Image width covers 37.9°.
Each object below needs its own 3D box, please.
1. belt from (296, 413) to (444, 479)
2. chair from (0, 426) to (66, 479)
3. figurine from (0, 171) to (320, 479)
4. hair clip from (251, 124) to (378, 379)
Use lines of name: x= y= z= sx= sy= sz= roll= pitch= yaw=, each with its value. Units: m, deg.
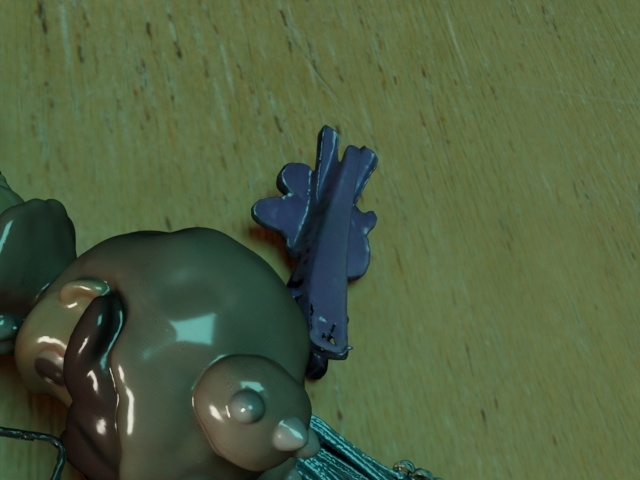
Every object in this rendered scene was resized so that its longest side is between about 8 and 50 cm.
belt: x=0.036 y=0.204 z=0.789 sx=0.179 sy=0.065 sz=0.100 roll=41 pitch=59 yaw=3
chair: x=-0.291 y=0.179 z=0.587 sx=0.221 sy=0.140 sz=0.145 roll=20 pitch=55 yaw=-9
figurine: x=-0.160 y=0.059 z=0.696 sx=0.381 sy=0.248 sz=0.203 roll=34 pitch=62 yaw=11
hair clip: x=-0.007 y=0.010 z=0.893 sx=0.137 sy=0.090 sz=0.278 roll=24 pitch=46 yaw=-16
